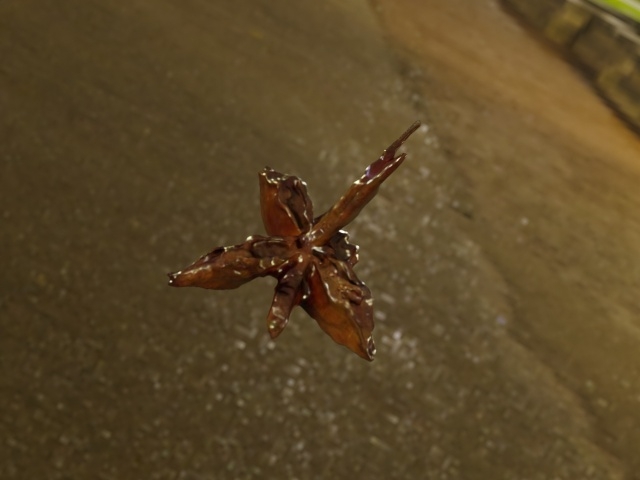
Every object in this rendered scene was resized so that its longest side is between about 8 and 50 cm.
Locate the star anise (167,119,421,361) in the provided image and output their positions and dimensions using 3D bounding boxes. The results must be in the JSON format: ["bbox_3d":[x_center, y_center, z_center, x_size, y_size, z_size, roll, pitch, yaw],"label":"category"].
[{"bbox_3d":[-0.001,-0.009,1.058,0.158,0.144,0.140,28,52,-3],"label":"star anise"}]
